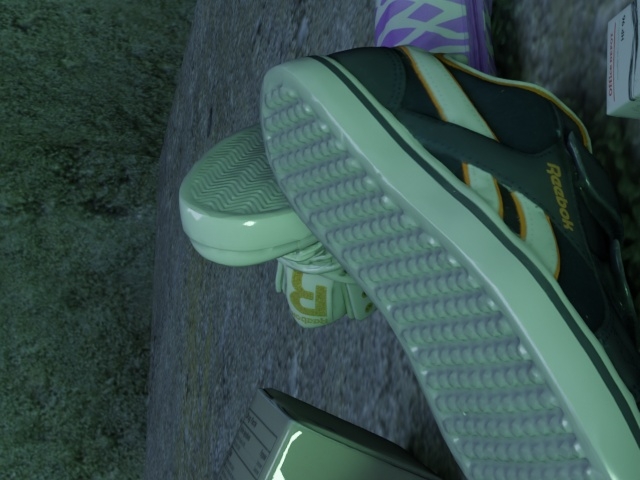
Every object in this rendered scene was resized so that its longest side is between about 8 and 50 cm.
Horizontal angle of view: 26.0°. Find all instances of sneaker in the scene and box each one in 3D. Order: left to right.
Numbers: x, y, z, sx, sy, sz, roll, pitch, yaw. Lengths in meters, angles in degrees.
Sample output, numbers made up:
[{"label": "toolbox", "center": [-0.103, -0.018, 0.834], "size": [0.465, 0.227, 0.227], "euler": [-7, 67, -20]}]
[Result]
[{"label": "sneaker", "center": [0.000, 0.000, 0.933], "size": [0.292, 0.108, 0.169], "euler": [-35, -41, -55]}, {"label": "sneaker", "center": [0.096, 0.013, 0.665], "size": [0.321, 0.127, 0.126], "euler": [57, 151, 31]}]

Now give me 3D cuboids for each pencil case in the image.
[{"label": "pencil case", "center": [0.080, -0.098, 0.862], "size": [0.088, 0.086, 0.206], "euler": [-32, 47, 37]}]

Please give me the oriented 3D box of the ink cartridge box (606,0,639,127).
[{"label": "ink cartridge box", "center": [0.153, -0.084, 0.630], "size": [0.083, 0.028, 0.048], "euler": [137, 139, -72]}]

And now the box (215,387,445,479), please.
[{"label": "box", "center": [-0.042, 0.267, 0.913], "size": [0.311, 0.121, 0.148], "euler": [-65, 11, -1]}]
